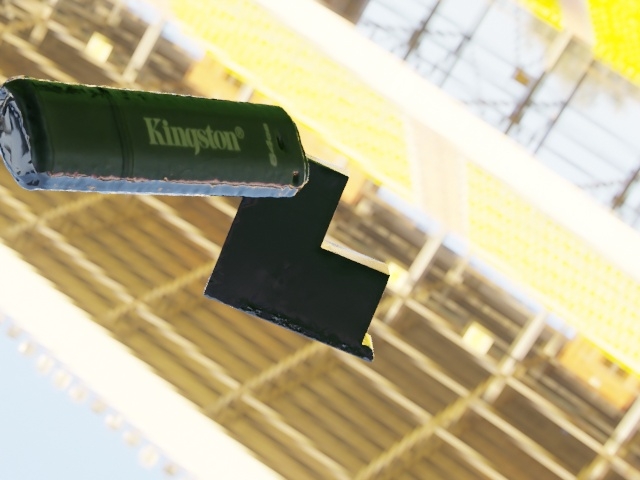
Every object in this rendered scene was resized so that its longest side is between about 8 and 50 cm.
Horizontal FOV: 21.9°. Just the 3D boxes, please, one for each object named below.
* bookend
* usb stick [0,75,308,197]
[{"bbox_3d":[0.000,0.000,1.423,0.156,0.157,0.072,21,-172,-3],"label":"bookend"},{"bbox_3d":[-0.106,-0.066,1.108,0.278,0.045,0.077,1,-117,-53],"label":"usb stick"}]
